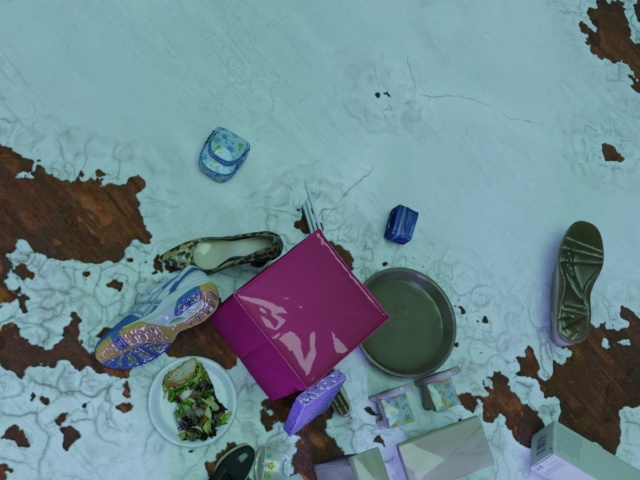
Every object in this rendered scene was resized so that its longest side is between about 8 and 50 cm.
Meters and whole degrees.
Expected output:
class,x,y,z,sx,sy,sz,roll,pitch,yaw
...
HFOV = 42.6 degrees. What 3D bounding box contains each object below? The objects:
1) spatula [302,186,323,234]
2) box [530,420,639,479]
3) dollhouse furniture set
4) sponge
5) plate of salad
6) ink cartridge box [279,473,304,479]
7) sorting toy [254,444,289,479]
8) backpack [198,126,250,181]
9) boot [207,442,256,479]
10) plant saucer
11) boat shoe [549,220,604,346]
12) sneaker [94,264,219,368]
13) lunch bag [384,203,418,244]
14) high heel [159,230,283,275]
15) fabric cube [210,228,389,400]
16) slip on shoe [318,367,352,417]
class,x,y,z,sx,sy,sz,roll,pitch,yaw
spatula,0.000,0.000,1.945,0.019,0.168,0.242,-13,74,-9
box,0.655,0.564,2.020,0.275,0.094,0.113,32,41,-8
dollhouse furniture set,0.220,0.501,1.815,0.394,0.256,0.362,-14,79,-22
sponge,-0.015,0.357,1.803,0.117,0.210,0.031,-31,71,-26
plate of salad,-0.277,0.351,1.801,0.200,0.048,0.199,6,72,-18
ink cartridge box,-0.116,0.570,1.731,0.181,0.104,0.061,-10,43,-35
sorting toy,-0.104,0.500,1.822,0.075,0.045,0.083,14,69,-23
backpack,-0.234,-0.207,1.969,0.105,0.084,0.114,31,69,-6
boot,-0.195,0.511,1.731,0.077,0.137,0.198,43,64,-3
plant saucer,0.202,0.203,2.016,0.278,0.041,0.277,6,71,-17
boat shoe,0.660,0.112,2.172,0.122,0.110,0.341,17,72,-1
sneaker,-0.365,0.167,1.809,0.296,0.111,0.131,-31,41,-9
lunch bag,0.199,-0.038,2.078,0.065,0.067,0.098,22,69,-11
high heel,-0.220,0.017,1.847,0.261,0.186,0.093,0,74,-19
fabric cube,-0.056,0.170,1.820,0.254,0.258,0.259,-37,88,-24
slip on shoe,0.035,0.350,1.918,0.051,0.041,0.135,-32,67,4
